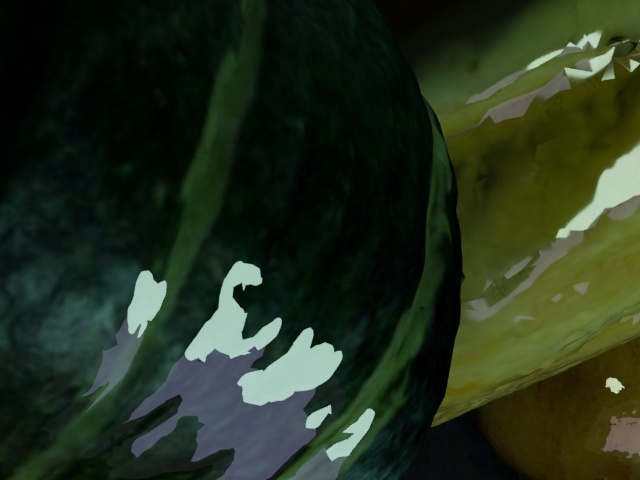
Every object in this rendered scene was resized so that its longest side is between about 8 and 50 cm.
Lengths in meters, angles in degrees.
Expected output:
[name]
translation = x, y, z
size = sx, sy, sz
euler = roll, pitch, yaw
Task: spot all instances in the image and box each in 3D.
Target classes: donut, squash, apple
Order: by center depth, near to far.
[squash]
translation = -0.084, 0.006, 0.479
size = 0.252, 0.165, 0.252
euler = 8, 152, 4
[donut]
translation = 0.112, -0.052, 0.746
size = 0.449, 0.198, 0.449
euler = -25, 169, -5
[apple]
translation = 0.304, 0.135, 1.903
size = 0.299, 0.299, 0.275
euler = -25, 142, -6
